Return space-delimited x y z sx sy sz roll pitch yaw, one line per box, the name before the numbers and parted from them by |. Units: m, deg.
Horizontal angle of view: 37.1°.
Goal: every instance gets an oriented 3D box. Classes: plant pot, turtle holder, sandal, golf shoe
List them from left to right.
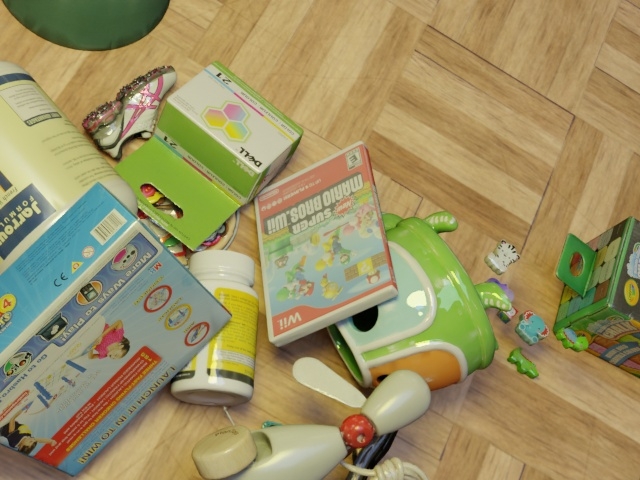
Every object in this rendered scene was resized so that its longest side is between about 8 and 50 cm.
plant pot | -0.358 -0.484 1.492 0.293 0.235 0.293 7 67 -17
golf shoe | -0.289 -0.205 1.509 0.186 0.067 0.086 -47 116 -28
sandal | 0.064 0.309 1.424 0.060 0.090 0.219 28 68 18
turtle holder | 0.115 0.080 1.434 0.227 0.243 0.320 -27 84 -10

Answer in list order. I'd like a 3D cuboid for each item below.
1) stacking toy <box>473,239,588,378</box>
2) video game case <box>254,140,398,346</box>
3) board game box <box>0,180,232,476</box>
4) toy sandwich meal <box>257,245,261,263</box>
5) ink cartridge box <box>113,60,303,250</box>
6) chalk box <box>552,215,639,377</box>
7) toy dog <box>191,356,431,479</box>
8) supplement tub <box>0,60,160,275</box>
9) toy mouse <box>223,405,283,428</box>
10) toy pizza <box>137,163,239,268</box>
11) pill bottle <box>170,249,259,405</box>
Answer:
stacking toy | 0.312 0.112 1.526 0.221 0.167 0.052 47 62 4
video game case | 0.000 0.000 1.421 0.025 0.204 0.285 44 28 -46
board game box | -0.293 0.124 1.190 0.308 0.302 0.086 -45 60 -8
toy sandwich meal | -0.057 0.020 1.512 0.085 0.029 0.086 7 68 -17
ink cartridge box | -0.175 -0.132 1.459 0.189 0.097 0.255 39 49 3
chalk box | 0.517 0.093 1.601 0.289 0.179 0.180 27 64 -6
toy dog | -0.022 0.277 1.308 0.333 0.161 0.220 -5 101 -21
supplement tub | -0.401 -0.057 1.308 0.325 0.235 0.235 47 63 3
toy mouse | -0.074 0.324 1.387 0.143 0.031 0.161 4 69 -17
toy pizza | -0.222 -0.054 1.483 0.201 0.032 0.201 7 67 -17
pill bottle | -0.150 0.127 1.388 0.119 0.119 0.209 9 67 -16
